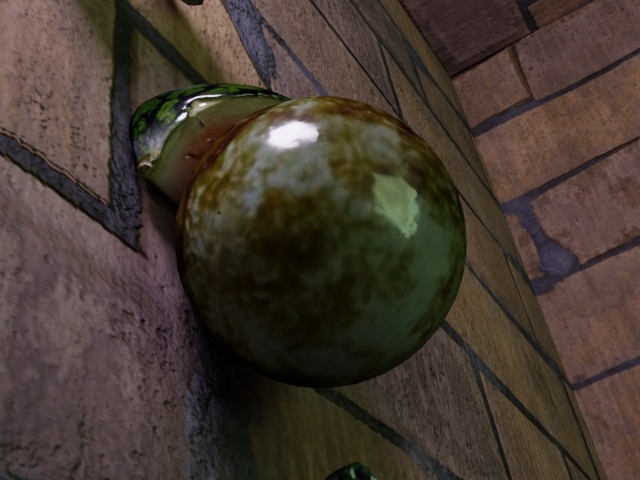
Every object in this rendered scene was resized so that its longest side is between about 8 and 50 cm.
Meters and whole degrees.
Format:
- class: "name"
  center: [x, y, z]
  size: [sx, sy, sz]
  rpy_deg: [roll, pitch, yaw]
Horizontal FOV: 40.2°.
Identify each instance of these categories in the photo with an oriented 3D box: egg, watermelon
- class: "egg"
  center: [0.000, 0.000, 0.741]
  size: [0.238, 0.238, 0.289]
  rpy_deg: [61, 0, -3]
- class: "watermelon"
  center: [-0.052, -0.084, 0.879]
  size: [0.303, 0.128, 0.159]
  rpy_deg: [37, 31, -51]

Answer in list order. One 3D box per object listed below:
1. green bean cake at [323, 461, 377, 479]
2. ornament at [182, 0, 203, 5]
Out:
- class: "green bean cake"
  center: [0.034, 0.291, 0.620]
  size: [0.193, 0.107, 0.208]
  rpy_deg: [58, 20, -14]
- class: "ornament"
  center: [-0.183, -0.348, 0.910]
  size: [0.120, 0.130, 0.285]
  rpy_deg: [55, 15, 21]
